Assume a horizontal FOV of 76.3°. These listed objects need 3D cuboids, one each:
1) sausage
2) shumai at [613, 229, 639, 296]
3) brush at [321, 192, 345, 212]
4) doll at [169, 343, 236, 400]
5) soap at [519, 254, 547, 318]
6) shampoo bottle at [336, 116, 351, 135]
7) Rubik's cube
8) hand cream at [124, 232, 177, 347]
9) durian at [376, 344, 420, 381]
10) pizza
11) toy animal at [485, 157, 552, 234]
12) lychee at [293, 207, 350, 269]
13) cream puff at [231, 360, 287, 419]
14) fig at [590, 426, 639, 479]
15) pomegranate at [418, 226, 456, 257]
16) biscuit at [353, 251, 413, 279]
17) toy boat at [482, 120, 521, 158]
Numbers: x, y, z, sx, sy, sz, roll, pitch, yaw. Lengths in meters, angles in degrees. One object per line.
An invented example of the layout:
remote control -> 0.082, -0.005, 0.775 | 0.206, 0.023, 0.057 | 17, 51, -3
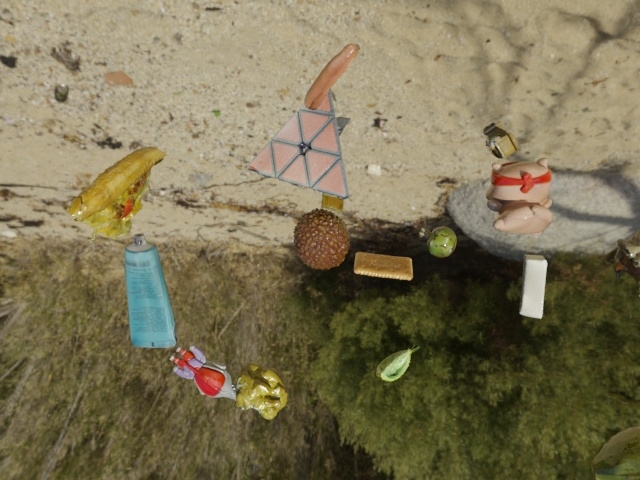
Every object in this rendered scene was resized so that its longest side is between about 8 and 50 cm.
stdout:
sausage -> 0.019, -0.345, 0.867 | 0.047, 0.040, 0.176 | -4, 155, -38
shumai -> 1.096, 0.049, 1.289 | 0.262, 0.267, 0.314 | 1, 176, -26
brush -> 0.047, -0.214, 1.376 | 0.085, 0.337, 0.020 | 12, 136, -5
doll -> -0.309, 0.373, 1.121 | 0.227, 0.102, 0.075 | 36, -174, -5
soap -> 0.670, 0.142, 1.290 | 0.063, 0.183, 0.121 | 5, -172, 24
shampoo bottle -> 0.008, -0.335, 1.338 | 0.071, 0.098, 0.309 | 38, 165, -12
Rubik's cube -> -0.013, -0.224, 1.078 | 0.229, 0.233, 0.228 | 43, 151, -13
hand cream -> -0.301, 0.093, 0.712 | 0.083, 0.224, 0.048 | 2, -156, -5
durian -> 0.290, 0.469, 1.548 | 0.215, 0.086, 0.100 | -27, 156, -32
pizza -> -0.477, -0.085, 0.984 | 0.075, 0.280, 0.288 | 33, 144, -4
toy animal -> 0.519, -0.118, 1.066 | 0.171, 0.198, 0.171 | 3, 167, 1
lychee -> 0.000, 0.000, 1.329 | 0.200, 0.200, 0.238 | 3, 157, -18
cream puff -> -0.154, 0.395, 1.082 | 0.156, 0.121, 0.156 | 19, 163, 6
fig -> 0.940, 0.672, 1.197 | 0.230, 0.207, 0.207 | -32, 178, -3
pomegranate -> 0.423, -0.001, 1.481 | 0.142, 0.115, 0.114 | 30, -167, 32
biscuit -> 0.271, 0.106, 1.757 | 0.249, 0.030, 0.160 | 7, -149, 7
toy boat -> 0.626, -0.358, 1.440 | 0.089, 0.121, 0.321 | -33, -176, 24
